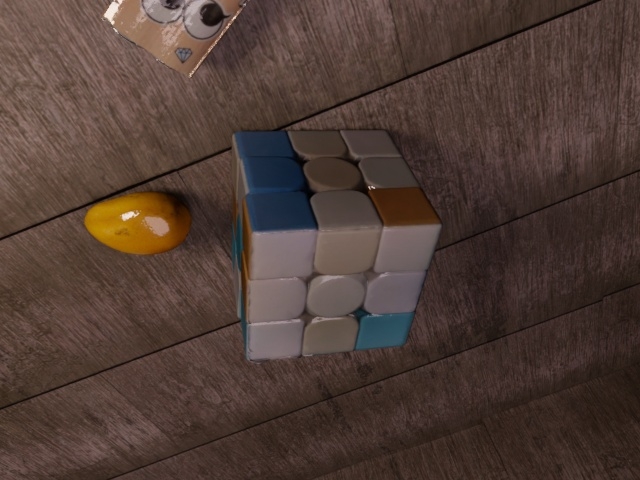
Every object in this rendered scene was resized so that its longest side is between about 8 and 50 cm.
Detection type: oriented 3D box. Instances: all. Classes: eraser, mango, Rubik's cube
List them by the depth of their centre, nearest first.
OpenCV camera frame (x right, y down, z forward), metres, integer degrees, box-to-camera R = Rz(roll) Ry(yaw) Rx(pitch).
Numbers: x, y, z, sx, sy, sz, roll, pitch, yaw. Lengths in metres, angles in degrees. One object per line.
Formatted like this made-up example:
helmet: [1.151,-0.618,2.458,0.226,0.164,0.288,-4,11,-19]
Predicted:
eraser: [-0.199,-0.423,0.871,0.171,0.087,0.290,29,118,-35]
Rubik's cube: [0.000,0.000,1.120,0.347,0.344,0.346,-3,131,-15]
mango: [-0.382,-0.037,1.146,0.219,0.112,0.144,0,131,0]
